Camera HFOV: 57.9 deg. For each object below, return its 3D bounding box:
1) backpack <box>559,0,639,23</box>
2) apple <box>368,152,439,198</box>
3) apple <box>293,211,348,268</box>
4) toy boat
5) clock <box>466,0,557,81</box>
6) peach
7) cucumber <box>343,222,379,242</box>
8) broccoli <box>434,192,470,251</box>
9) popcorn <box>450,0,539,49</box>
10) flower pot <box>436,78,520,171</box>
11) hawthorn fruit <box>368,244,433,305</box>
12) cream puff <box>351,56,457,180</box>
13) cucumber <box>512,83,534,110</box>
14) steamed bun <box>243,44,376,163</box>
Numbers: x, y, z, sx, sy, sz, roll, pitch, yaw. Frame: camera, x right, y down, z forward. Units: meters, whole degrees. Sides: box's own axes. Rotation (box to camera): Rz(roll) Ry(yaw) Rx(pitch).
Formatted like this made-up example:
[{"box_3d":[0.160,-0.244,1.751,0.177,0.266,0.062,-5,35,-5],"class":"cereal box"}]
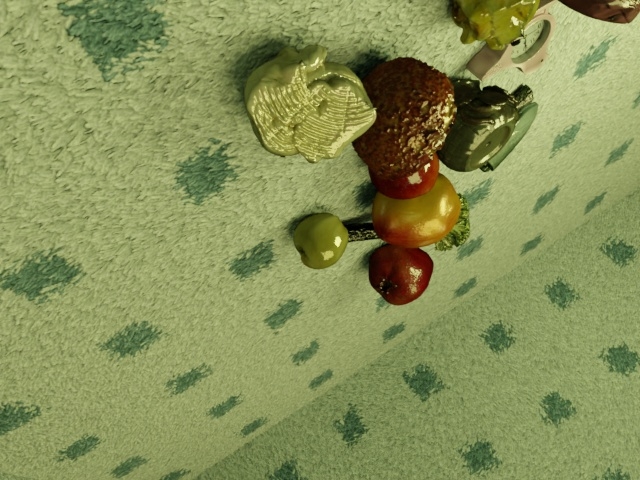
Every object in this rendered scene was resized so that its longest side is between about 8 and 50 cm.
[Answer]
[{"box_3d":[0.731,-0.711,1.543,0.283,0.317,0.197,-2,135,-43],"class":"backpack"},{"box_3d":[0.266,-0.238,1.847,0.218,0.218,0.201,-45,142,16],"class":"apple"},{"box_3d":[0.000,0.000,1.958,0.200,0.200,0.200,-26,150,-17],"class":"apple"},{"box_3d":[0.717,-0.404,2.216,0.319,0.092,0.141,-48,149,7],"class":"toy boat"},{"box_3d":[0.598,-0.597,1.812,0.290,0.080,0.275,-36,151,1],"class":"clock"},{"box_3d":[0.327,-0.105,2.043,0.308,0.289,0.289,-46,150,1],"class":"peach"},{"box_3d":[0.189,-0.033,2.160,0.300,0.072,0.072,-5,140,-24],"class":"cucumber"},{"box_3d":[0.455,-0.092,2.313,0.252,0.221,0.361,-9,164,30],"class":"broccoli"},{"box_3d":[0.462,-0.630,1.493,0.252,0.215,0.286,-38,155,-9],"class":"popcorn"},{"box_3d":[0.481,-0.378,1.850,0.302,0.213,0.302,-33,156,-17],"class":"flower pot"},{"box_3d":[0.351,0.126,2.453,0.307,0.265,0.265,-37,161,-48],"class":"hawthorn fruit"},{"box_3d":[0.200,-0.337,1.535,0.228,0.350,0.350,23,118,-36],"class":"cream puff"},{"box_3d":[0.664,-0.461,2.103,0.245,0.067,0.067,-40,151,12],"class":"cucumber"},{"box_3d":[-0.042,-0.331,1.406,0.320,0.206,0.275,26,107,-28],"class":"steamed bun"}]
